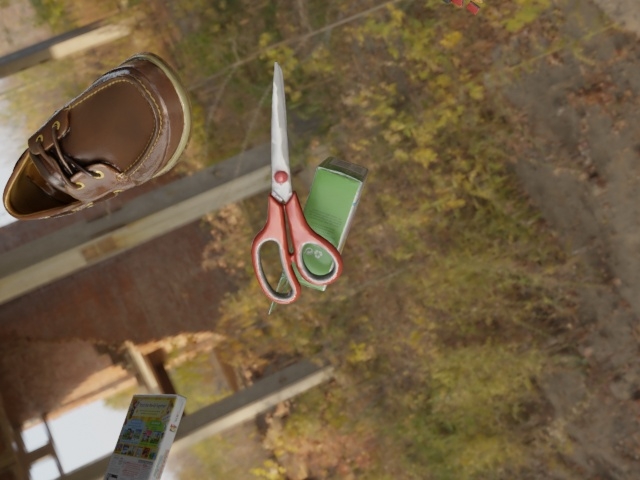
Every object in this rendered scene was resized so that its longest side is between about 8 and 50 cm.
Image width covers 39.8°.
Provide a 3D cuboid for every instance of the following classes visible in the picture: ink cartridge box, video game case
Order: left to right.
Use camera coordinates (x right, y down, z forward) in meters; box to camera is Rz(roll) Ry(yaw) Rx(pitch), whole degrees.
[{"bbox_3d":[-0.343,0.397,1.698,0.026,0.206,0.227,27,158,-27],"label":"video game case"},{"bbox_3d":[0.000,0.000,1.171,0.109,0.062,0.209,-56,-15,-75],"label":"ink cartridge box"}]

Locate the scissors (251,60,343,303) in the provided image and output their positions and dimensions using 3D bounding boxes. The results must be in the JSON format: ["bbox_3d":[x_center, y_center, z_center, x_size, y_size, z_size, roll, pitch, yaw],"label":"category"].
[{"bbox_3d":[-0.055,-0.057,1.047,0.021,0.109,0.297,-89,-16,-64],"label":"scissors"}]

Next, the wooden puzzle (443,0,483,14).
[{"bbox_3d":[0.091,-0.207,0.691,0.083,0.006,0.049,34,167,17],"label":"wooden puzzle"}]

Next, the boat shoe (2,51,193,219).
[{"bbox_3d":[-0.134,-0.050,0.517,0.178,0.060,0.064,-25,101,49],"label":"boat shoe"}]
